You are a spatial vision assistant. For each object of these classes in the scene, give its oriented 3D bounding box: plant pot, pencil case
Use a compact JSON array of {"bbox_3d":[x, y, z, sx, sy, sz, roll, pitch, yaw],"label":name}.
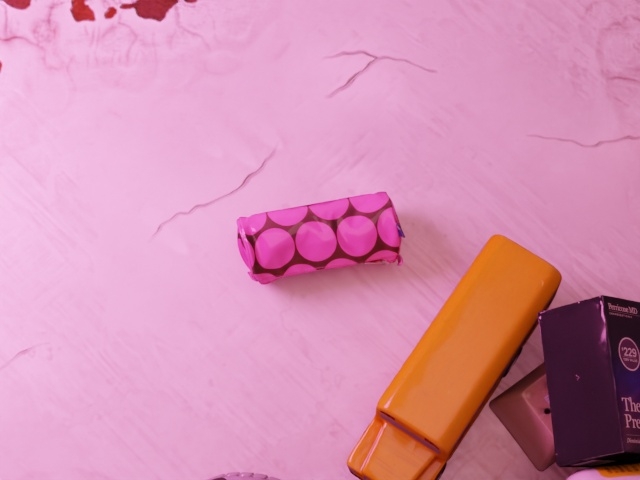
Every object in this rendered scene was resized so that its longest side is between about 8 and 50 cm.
[{"bbox_3d":[0.289,0.206,1.757,0.109,0.096,0.109,-34,79,-12],"label":"plant pot"},{"bbox_3d":[0.000,0.000,1.811,0.209,0.095,0.098,-10,90,-3],"label":"pencil case"}]

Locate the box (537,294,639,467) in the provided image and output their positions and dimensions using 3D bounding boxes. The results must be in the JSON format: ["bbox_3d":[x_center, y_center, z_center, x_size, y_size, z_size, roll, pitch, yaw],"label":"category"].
[{"bbox_3d":[0.385,0.175,1.695,0.261,0.103,0.184,10,66,-43],"label":"box"}]

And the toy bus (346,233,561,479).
[{"bbox_3d":[0.163,0.163,1.743,0.108,0.130,0.332,33,75,11],"label":"toy bus"}]

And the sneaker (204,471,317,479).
[{"bbox_3d":[-0.057,0.311,1.691,0.229,0.132,0.086,0,73,-3],"label":"sneaker"}]

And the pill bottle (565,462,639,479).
[{"bbox_3d":[0.382,0.345,1.611,0.334,0.188,0.187,-4,74,-4],"label":"pill bottle"}]
